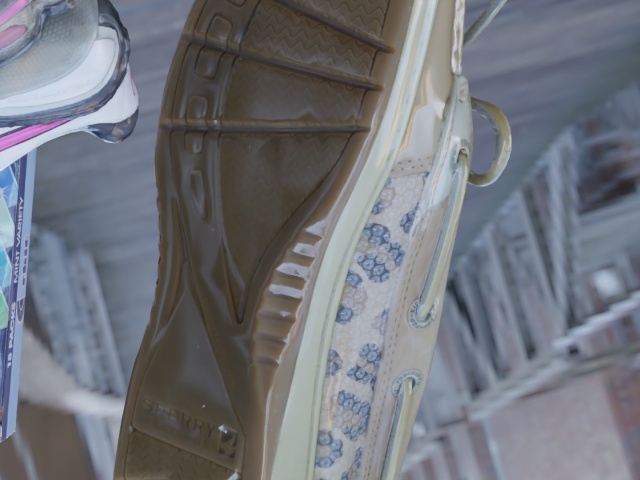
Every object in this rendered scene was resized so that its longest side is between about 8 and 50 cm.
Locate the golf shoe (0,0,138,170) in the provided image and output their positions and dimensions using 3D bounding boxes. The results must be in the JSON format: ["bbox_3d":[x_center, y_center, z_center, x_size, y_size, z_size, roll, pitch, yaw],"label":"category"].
[{"bbox_3d":[-0.142,-0.025,0.553,0.186,0.067,0.086,-20,134,10],"label":"golf shoe"}]

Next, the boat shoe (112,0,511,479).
[{"bbox_3d":[0.000,0.000,0.670,0.089,0.285,0.104,4,-164,-44],"label":"boat shoe"}]

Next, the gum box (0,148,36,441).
[{"bbox_3d":[-0.237,0.011,0.939,0.184,0.157,0.041,5,-177,3],"label":"gum box"}]
